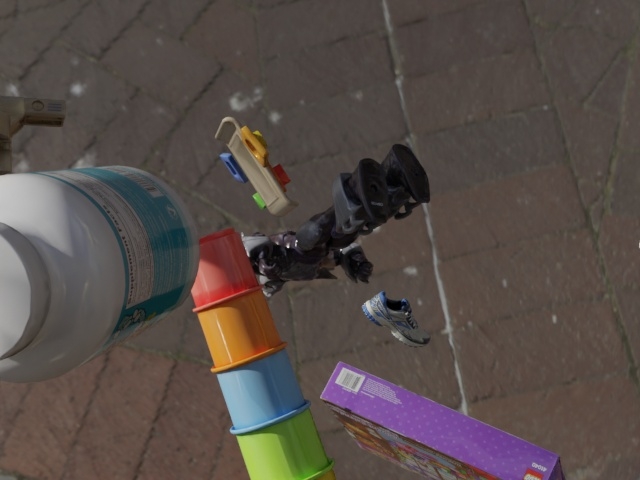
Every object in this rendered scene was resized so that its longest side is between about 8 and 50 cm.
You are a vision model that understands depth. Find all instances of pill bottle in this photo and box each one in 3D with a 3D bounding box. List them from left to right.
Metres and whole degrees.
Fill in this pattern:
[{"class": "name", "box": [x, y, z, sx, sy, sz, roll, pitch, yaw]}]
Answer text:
[{"class": "pill bottle", "box": [-0.194, 0.020, 0.772, 0.146, 0.264, 0.146, 1, 96, 12]}]

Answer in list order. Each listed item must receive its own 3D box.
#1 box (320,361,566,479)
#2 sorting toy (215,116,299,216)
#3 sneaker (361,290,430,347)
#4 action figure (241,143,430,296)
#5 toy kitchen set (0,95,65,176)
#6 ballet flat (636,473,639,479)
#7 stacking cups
[{"class": "box", "box": [0.159, 0.261, 1.285, 0.293, 0.201, 0.057, 20, 70, 28]}, {"class": "sorting toy", "box": [-0.106, -0.134, 1.854, 0.047, 0.348, 0.196, -37, 93, -11]}, {"class": "sneaker", "box": [0.139, 0.133, 1.764, 0.058, 0.135, 0.052, -51, 21, 21]}, {"class": "action figure", "box": [0.000, 0.000, 1.201, 0.285, 0.185, 0.099, -40, 63, 46]}, {"class": "toy kitchen set", "box": [-0.295, -0.108, 1.053, 0.075, 0.068, 0.083, 1, 70, -20]}, {"class": "ballet flat", "box": [0.551, 0.416, 1.732, 0.074, 0.074, 0.203, 22, 56, 24]}, {"class": "stacking cups", "box": [-0.053, 0.143, 1.022, 0.096, 0.096, 0.316, -17, 88, 6]}]
